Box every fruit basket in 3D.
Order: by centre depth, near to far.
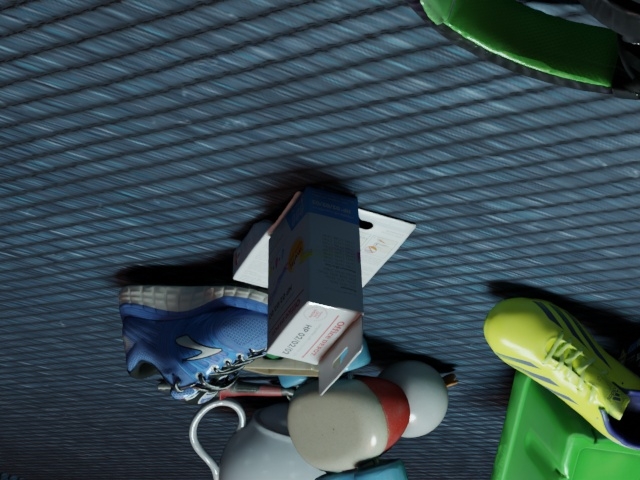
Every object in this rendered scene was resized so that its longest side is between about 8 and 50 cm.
[{"bbox_3d":[0.382,0.336,1.753,0.282,0.392,0.392,9,159,-6],"label":"fruit basket"}]

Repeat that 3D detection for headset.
[{"bbox_3d":[0.220,-0.130,0.704,0.394,0.185,0.243,6,163,34],"label":"headset"}]

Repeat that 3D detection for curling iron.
[{"bbox_3d":[-0.148,0.249,2.000,0.274,0.035,0.068,-2,157,22],"label":"curling iron"}]

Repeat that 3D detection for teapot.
[{"bbox_3d":[-0.054,0.356,2.059,0.252,0.187,0.256,18,-165,38],"label":"teapot"}]

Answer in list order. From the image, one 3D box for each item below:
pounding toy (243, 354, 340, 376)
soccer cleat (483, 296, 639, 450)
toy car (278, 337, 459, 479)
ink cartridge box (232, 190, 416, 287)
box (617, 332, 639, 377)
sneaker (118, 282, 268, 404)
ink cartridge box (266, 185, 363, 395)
[{"bbox_3d":[-0.036,0.122,1.585,0.130,0.100,0.141,0,169,19],"label":"pounding toy"},{"bbox_3d":[0.316,0.161,1.455,0.289,0.093,0.121,36,-174,-26],"label":"soccer cleat"},{"bbox_3d":[0.093,0.241,1.758,0.238,0.219,0.210,-14,174,-37],"label":"toy car"},{"bbox_3d":[0.000,0.000,1.335,0.145,0.045,0.179,16,139,-20],"label":"ink cartridge box"},{"bbox_3d":[0.499,0.156,1.512,0.220,0.051,0.175,9,165,1],"label":"box"},{"bbox_3d":[-0.112,0.127,1.477,0.330,0.147,0.129,-3,172,38],"label":"sneaker"},{"bbox_3d":[-0.007,0.050,1.213,0.061,0.181,0.104,14,140,-20],"label":"ink cartridge box"}]
